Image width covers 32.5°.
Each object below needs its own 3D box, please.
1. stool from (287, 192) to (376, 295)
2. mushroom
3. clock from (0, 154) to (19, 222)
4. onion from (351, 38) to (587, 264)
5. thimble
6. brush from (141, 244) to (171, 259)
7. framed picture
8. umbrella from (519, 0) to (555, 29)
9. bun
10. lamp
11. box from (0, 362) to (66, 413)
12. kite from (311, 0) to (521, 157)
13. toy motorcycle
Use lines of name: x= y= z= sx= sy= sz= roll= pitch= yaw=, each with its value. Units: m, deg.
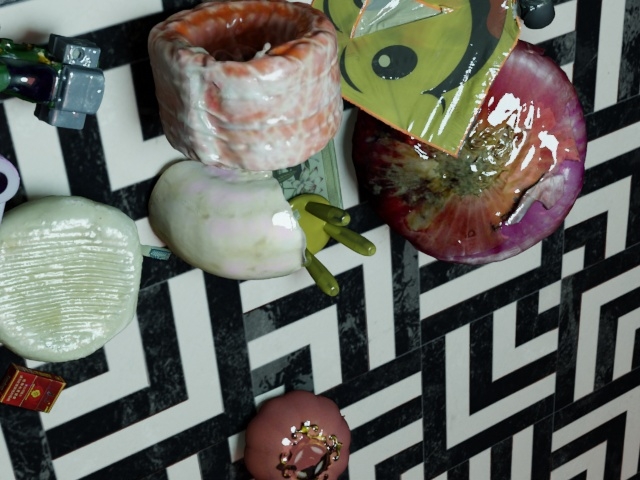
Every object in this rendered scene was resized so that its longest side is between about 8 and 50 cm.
stool: x=0.000 y=0.000 z=1.610 sx=0.135 sy=0.110 sz=0.134 roll=-8 pitch=121 yaw=-32
mushroom: x=-0.125 y=-0.024 z=1.469 sx=0.173 sy=0.162 sz=0.236 roll=-17 pitch=129 yaw=-19
clock: x=-0.459 y=-0.006 z=1.155 sx=0.248 sy=0.090 sz=0.227 roll=4 pitch=108 yaw=-41
onion: x=0.220 y=-0.145 z=1.624 sx=0.348 sy=0.285 sz=0.347 roll=3 pitch=112 yaw=8
thimble: x=-0.091 y=-0.201 z=1.368 sx=0.239 sy=0.239 sz=0.162 roll=-20 pitch=127 yaw=-27
brush: x=-0.243 y=0.014 z=1.521 sx=0.084 sy=0.013 sz=0.016 roll=14 pitch=108 yaw=-39
framed picture: x=-0.049 y=-0.105 z=1.596 sx=0.173 sy=0.010 sz=0.231 roll=-27 pitch=128 yaw=-21
umbrella: x=0.281 y=-0.434 z=1.580 sx=0.154 sy=0.128 sz=0.336 roll=-32 pitch=133 yaw=-21
bun: x=-0.337 y=0.042 z=1.384 sx=0.231 sy=0.133 sz=0.231 roll=-10 pitch=112 yaw=-28
lamp: x=-0.040 y=0.328 z=1.775 sx=0.182 sy=0.140 sz=0.182 roll=-5 pitch=103 yaw=-23
box: x=-0.398 y=0.204 z=1.507 sx=0.082 sy=0.023 sz=0.051 roll=25 pitch=99 yaw=-42
kite: x=0.107 y=-0.287 z=1.486 sx=0.328 sy=0.013 sz=0.377 roll=-13 pitch=93 yaw=8
toy motorcycle: x=-0.358 y=-0.183 z=1.205 sx=0.275 sy=0.187 sz=0.124 roll=1 pitch=114 yaw=-39
